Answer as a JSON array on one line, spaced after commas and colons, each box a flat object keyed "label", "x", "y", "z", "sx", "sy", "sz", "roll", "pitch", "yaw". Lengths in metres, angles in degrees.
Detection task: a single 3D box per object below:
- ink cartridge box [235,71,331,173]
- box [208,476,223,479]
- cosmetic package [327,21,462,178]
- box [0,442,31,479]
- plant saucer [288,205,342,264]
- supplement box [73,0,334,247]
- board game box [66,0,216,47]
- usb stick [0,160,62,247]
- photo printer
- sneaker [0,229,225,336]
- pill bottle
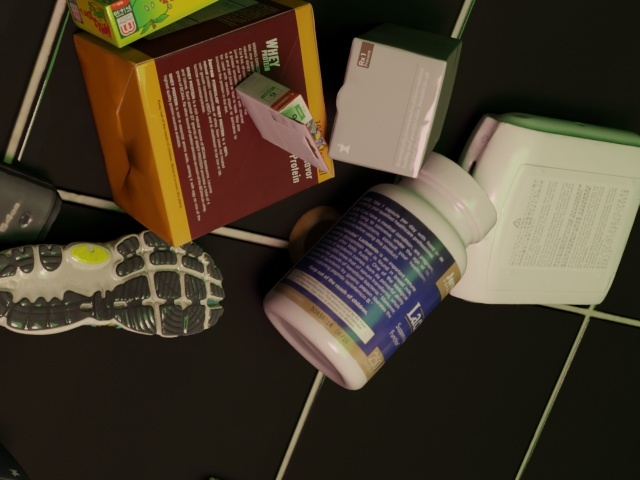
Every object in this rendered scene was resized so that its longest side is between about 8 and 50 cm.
[{"label": "ink cartridge box", "x": -0.026, "y": -0.108, "z": 1.027, "sx": 0.029, "sy": 0.115, "sz": 0.063, "roll": -42, "pitch": 131, "yaw": -15}, {"label": "box", "x": -0.107, "y": 0.365, "z": 1.419, "sx": 0.178, "sy": 0.042, "sz": 0.109, "roll": 29, "pitch": 90, "yaw": -43}, {"label": "cosmetic package", "x": 0.084, "y": -0.155, "z": 1.200, "sx": 0.238, "sy": 0.107, "sz": 0.127, "roll": -63, "pitch": 166, "yaw": -71}, {"label": "box", "x": -0.402, "y": 0.290, "z": 1.099, "sx": 0.153, "sy": 0.108, "sz": 0.207, "roll": 24, "pitch": 94, "yaw": -43}, {"label": "plant saucer", "x": 0.000, "y": 0.000, "z": 1.349, "sx": 0.083, "sy": 0.015, "sz": 0.083, "roll": -18, "pitch": 121, "yaw": -33}, {"label": "supplement box", "x": -0.110, "y": -0.130, "z": 1.118, "sx": 0.194, "sy": 0.129, "sz": 0.191, "roll": -26, "pitch": 125, "yaw": -27}, {"label": "board game box", "x": -0.139, "y": -0.247, "z": 1.063, "sx": 0.181, "sy": 0.092, "sz": 0.043, "roll": -32, "pitch": 129, "yaw": -24}, {"label": "usb stick", "x": -0.358, "y": -0.060, "z": 1.007, "sx": 0.278, "sy": 0.045, "sz": 0.077, "roll": 23, "pitch": 94, "yaw": -44}, {"label": "photo printer", "x": 0.286, "y": -0.037, "z": 1.501, "sx": 0.307, "sy": 0.107, "sz": 0.256, "roll": 2, "pitch": 109, "yaw": -39}, {"label": "sneaker", "x": -0.223, "y": 0.044, "z": 1.130, "sx": 0.275, "sy": 0.110, "sz": 0.107, "roll": 5, "pitch": 81, "yaw": -35}, {"label": "pill bottle", "x": 0.073, "y": 0.030, "z": 1.306, "sx": 0.265, "sy": 0.153, "sz": 0.153, "roll": -46, "pitch": 132, "yaw": -12}]
